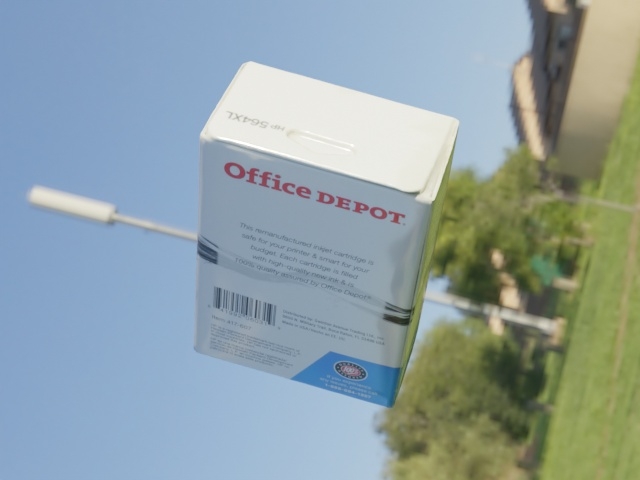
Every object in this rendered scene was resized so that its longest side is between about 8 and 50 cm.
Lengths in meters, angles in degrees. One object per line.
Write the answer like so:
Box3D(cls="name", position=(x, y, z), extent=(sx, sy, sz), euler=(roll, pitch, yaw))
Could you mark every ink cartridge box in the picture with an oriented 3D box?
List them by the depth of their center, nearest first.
Box3D(cls="ink cartridge box", position=(0.000, 0.000, 0.904), extent=(0.203, 0.148, 0.086), euler=(98, -168, -44))
